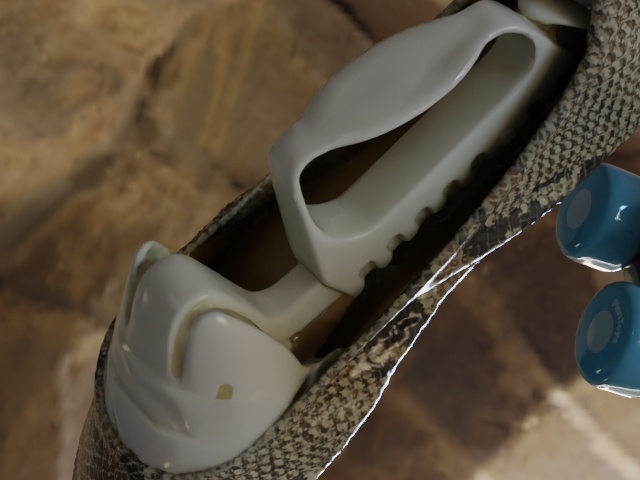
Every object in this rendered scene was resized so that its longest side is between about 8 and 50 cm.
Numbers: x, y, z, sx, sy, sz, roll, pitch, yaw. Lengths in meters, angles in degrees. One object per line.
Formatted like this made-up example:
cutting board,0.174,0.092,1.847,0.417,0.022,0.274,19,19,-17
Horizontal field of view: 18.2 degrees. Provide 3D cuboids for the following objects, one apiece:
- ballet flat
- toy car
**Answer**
ballet flat,0.000,0.000,1.125,0.164,0.483,0.182,45,3,28
toy car,0.315,0.002,1.316,0.219,0.210,0.238,20,-47,-23
